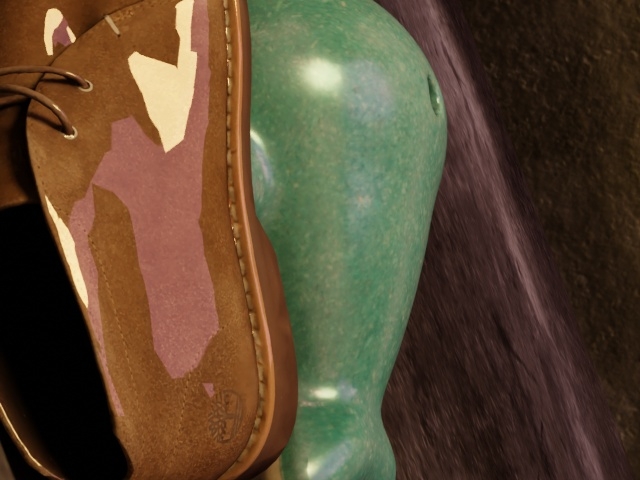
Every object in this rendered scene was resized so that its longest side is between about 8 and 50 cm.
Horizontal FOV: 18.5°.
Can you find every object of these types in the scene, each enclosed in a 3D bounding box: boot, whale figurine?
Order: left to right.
[{"bbox_3d":[-0.092,-0.052,0.723,0.115,0.112,0.305,-2,74,-64],"label":"boot"},{"bbox_3d":[0.000,0.000,0.901,0.216,0.141,0.272,42,31,-63],"label":"whale figurine"}]
